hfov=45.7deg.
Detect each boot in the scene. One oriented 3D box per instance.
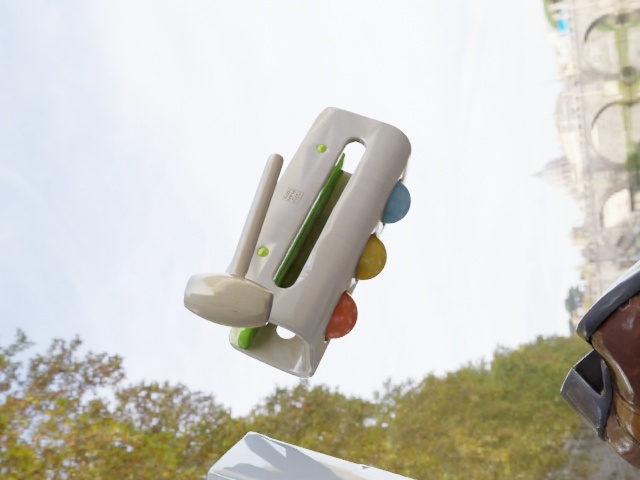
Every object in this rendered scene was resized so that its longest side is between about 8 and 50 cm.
[{"bbox_3d":[0.284,0.138,0.459,0.096,0.280,0.264,-34,-32,-22],"label":"boot"}]

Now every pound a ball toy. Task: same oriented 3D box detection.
[{"bbox_3d":[0.000,0.000,0.790,0.208,0.135,0.319,92,-158,-58],"label":"pound a ball toy"}]

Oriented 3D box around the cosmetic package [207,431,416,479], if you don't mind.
[{"bbox_3d":[0.028,0.386,0.644,0.097,0.284,0.378,-27,-54,-70],"label":"cosmetic package"}]
